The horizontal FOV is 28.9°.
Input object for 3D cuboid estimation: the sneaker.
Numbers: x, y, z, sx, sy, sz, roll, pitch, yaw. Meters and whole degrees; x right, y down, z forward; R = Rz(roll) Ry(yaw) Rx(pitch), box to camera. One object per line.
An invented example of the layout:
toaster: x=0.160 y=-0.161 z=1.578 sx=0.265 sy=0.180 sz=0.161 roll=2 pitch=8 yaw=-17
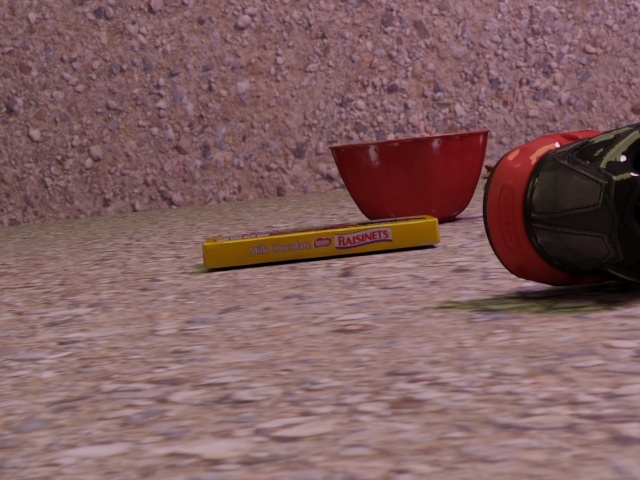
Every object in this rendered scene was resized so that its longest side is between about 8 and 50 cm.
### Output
sneaker: x=0.237 y=-0.030 z=0.705 sx=0.276 sy=0.097 sz=0.135 roll=-10 pitch=5 yaw=-21

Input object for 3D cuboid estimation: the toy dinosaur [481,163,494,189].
toy dinosaur: x=0.244 y=-0.054 z=1.368 sx=0.112 sy=0.064 sz=0.211 roll=11 pitch=25 yaw=35

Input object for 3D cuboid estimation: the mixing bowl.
mixing bowl: x=0.105 y=-0.068 z=1.396 sx=0.181 sy=0.098 sz=0.181 roll=-6 pitch=5 yaw=1

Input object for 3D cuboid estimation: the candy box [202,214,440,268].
candy box: x=0.000 y=0.000 z=1.120 sx=0.206 sy=0.027 sz=0.105 roll=-6 pitch=1 yaw=0
